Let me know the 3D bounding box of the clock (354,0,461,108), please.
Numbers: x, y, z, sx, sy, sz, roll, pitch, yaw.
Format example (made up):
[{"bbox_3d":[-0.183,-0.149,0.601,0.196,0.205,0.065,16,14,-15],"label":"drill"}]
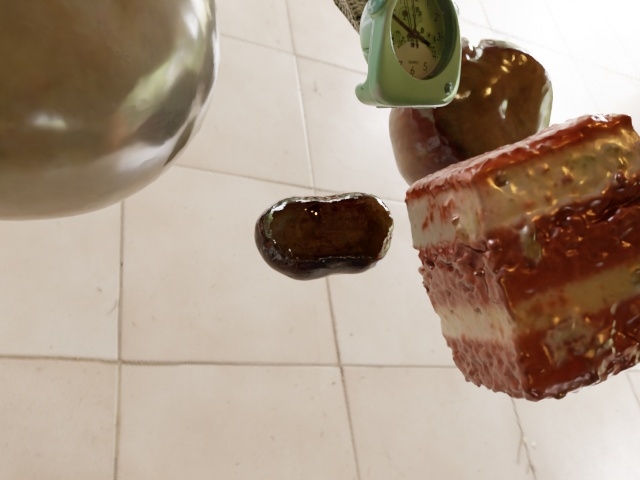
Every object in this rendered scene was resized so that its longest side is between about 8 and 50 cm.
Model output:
[{"bbox_3d":[0.124,-0.288,0.802,0.159,0.066,0.211,-7,104,-35],"label":"clock"}]

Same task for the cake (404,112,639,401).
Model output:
[{"bbox_3d":[0.293,0.020,0.793,0.269,0.270,0.320,-20,89,-10],"label":"cake"}]

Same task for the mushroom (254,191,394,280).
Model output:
[{"bbox_3d":[0.000,0.000,1.013,0.226,0.217,0.148,2,83,-5],"label":"mushroom"}]

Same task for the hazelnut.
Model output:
[{"bbox_3d":[0.337,-0.285,1.370,0.359,0.359,0.409,38,65,-4],"label":"hazelnut"}]

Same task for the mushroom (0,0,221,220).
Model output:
[{"bbox_3d":[-0.268,-0.196,0.506,0.362,0.294,0.363,-4,95,-48],"label":"mushroom"}]

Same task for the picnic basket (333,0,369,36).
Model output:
[{"bbox_3d":[0.077,-0.440,0.940,0.154,0.134,0.196,63,8,28],"label":"picnic basket"}]
